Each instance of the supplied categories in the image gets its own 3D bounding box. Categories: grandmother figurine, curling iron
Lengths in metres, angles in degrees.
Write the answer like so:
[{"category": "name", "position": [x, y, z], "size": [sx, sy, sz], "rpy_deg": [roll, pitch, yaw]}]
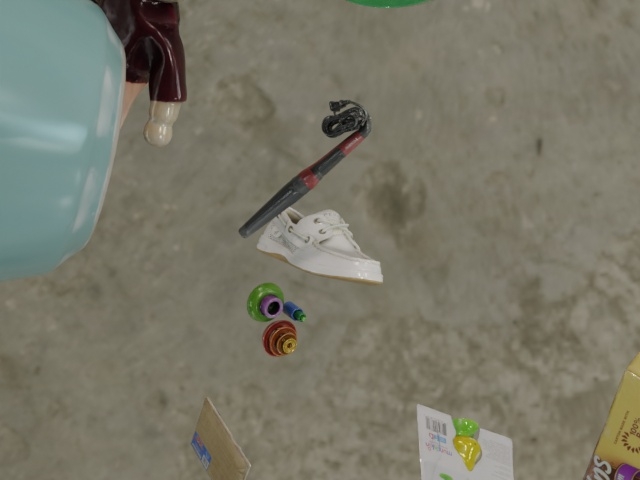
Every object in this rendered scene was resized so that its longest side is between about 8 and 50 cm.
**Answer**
[{"category": "grandmother figurine", "position": [-0.191, -0.177, 1.277], "size": [0.208, 0.104, 0.342], "rpy_deg": [51, 125, 19]}, {"category": "curling iron", "position": [-0.024, -0.095, 1.868], "size": [0.274, 0.035, 0.068], "rpy_deg": [-47, 62, 27]}]

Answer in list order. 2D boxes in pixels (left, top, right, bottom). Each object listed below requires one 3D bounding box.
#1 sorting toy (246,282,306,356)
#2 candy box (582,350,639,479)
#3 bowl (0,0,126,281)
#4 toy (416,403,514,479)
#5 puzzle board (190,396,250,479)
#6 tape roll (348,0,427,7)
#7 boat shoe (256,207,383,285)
[{"category": "sorting toy", "position": [-0.048, 0.100, 1.653], "size": [0.061, 0.042, 0.102], "rpy_deg": [-30, 121, -20]}, {"category": "candy box", "position": [0.198, 0.058, 0.665], "size": [0.053, 0.186, 0.109], "rpy_deg": [28, 137, 20]}, {"category": "bowl", "position": [-0.257, -0.091, 1.080], "size": [0.163, 0.311, 0.312], "rpy_deg": [11, 113, -19]}, {"category": "toy", "position": [0.139, 0.295, 1.344], "size": [0.137, 0.237, 0.056], "rpy_deg": [24, 142, -31]}, {"category": "puzzle board", "position": [-0.137, 0.293, 1.839], "size": [0.011, 0.128, 0.096], "rpy_deg": [-9, 135, -33]}, {"category": "tape roll", "position": [0.095, -0.467, 1.753], "size": [0.321, 0.077, 0.321], "rpy_deg": [4, 102, 18]}, {"category": "boat shoe", "position": [0.000, 0.000, 1.972], "size": [0.098, 0.277, 0.096], "rpy_deg": [16, 93, -38]}]
